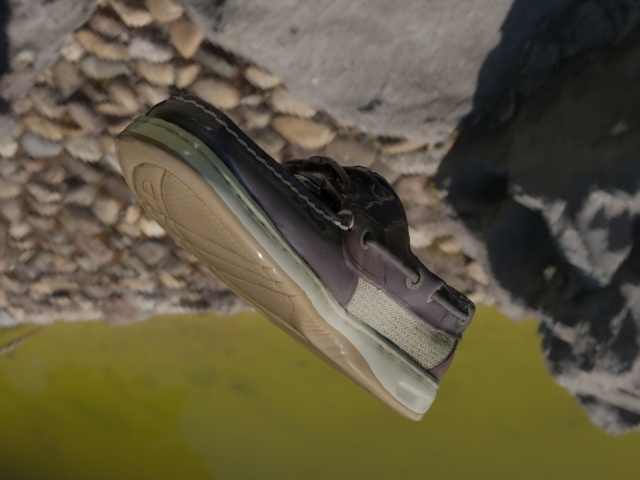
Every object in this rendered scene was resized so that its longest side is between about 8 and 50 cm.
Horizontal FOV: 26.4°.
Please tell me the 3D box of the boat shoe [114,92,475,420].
[{"bbox_3d":[0.000,0.000,0.712,0.103,0.092,0.285,26,166,42],"label":"boat shoe"}]
